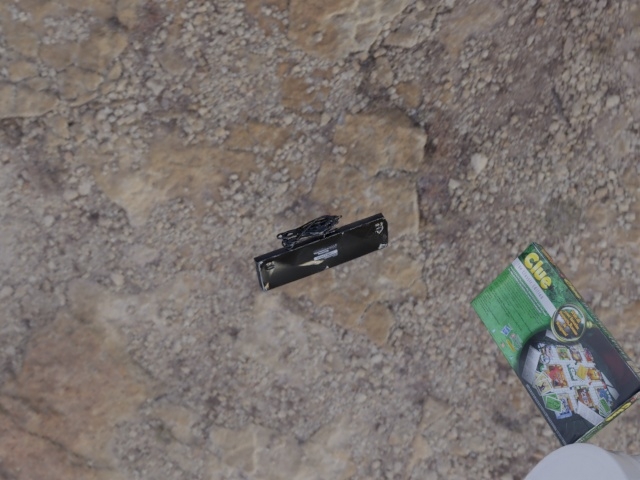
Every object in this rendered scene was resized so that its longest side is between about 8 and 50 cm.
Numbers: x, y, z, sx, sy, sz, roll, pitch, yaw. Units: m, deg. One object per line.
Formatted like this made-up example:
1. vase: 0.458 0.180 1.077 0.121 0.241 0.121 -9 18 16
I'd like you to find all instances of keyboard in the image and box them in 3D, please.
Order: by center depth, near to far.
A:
1. keyboard: 0.000 0.000 1.047 0.100 0.192 0.038 86 159 -51

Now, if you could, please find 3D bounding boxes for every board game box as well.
1. board game box: 0.314 0.136 1.048 0.030 0.259 0.136 18 123 -39

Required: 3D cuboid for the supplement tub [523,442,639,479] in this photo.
1. supplement tub: 0.322 0.314 0.636 0.316 0.228 0.228 25 126 -9
